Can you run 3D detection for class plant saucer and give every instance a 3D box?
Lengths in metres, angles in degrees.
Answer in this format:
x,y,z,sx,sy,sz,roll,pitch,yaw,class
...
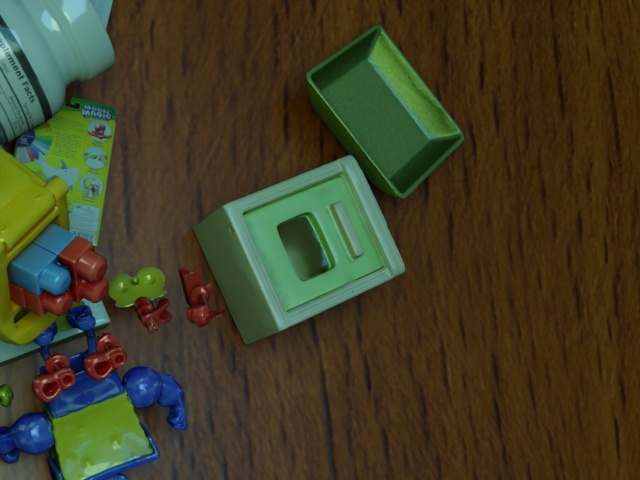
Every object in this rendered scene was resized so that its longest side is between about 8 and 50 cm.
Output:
x,y,z,sx,sy,sz,roll,pitch,yaw,class
0.073,-0.154,1.360,0.188,0.045,0.188,51,43,-4,plant saucer

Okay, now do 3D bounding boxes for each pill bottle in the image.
x,y,z,sx,sy,sz,roll,pitch,yaw,class
-0.361,-0.167,1.111,0.278,0.162,0.162,-34,92,-16,pill bottle

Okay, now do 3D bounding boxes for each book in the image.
x,y,z,sx,sy,sz,roll,pitch,yaw,class
-0.312,0.072,1.171,0.144,0.035,0.096,-21,82,-25,book

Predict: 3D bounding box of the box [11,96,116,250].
x,y,z,sx,sy,sz,roll,pitch,yaw,class
-0.286,-0.078,1.199,0.105,0.043,0.179,13,65,-19,box

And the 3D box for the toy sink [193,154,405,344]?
x,y,z,sx,sy,sz,roll,pitch,yaw,class
0.000,0.000,1.265,0.234,0.131,0.153,-22,87,-27,toy sink

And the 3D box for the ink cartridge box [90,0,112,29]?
x,y,z,sx,sy,sz,roll,pitch,yaw,class
-0.326,-0.292,1.235,0.180,0.060,0.104,16,72,-20,ink cartridge box

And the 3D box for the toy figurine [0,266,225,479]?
x,y,z,sx,sy,sz,roll,pitch,yaw,class
-0.249,0.192,1.084,0.362,0.191,0.217,-21,112,-22,toy figurine

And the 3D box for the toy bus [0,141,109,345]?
x,y,z,sx,sy,sz,roll,pitch,yaw,class
-0.298,0.023,1.027,0.211,0.220,0.149,26,50,11,toy bus
